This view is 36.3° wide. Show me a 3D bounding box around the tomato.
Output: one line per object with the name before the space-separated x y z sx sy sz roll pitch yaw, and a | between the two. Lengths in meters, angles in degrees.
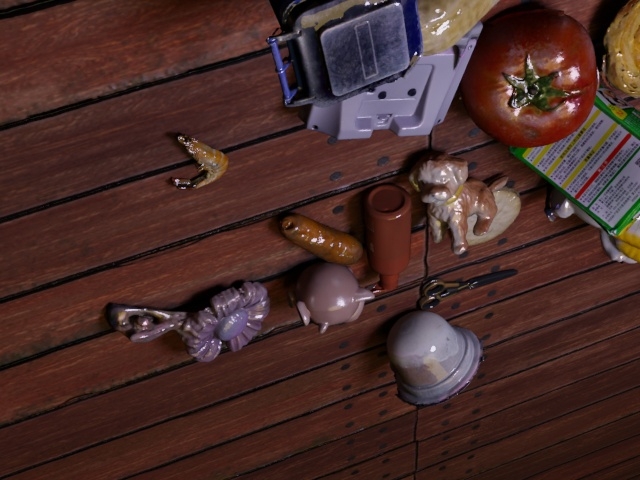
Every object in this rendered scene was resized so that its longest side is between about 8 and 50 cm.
tomato | 0.314 -0.235 1.468 0.225 0.085 0.225 4 124 6

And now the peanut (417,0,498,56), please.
peanut | 0.166 -0.333 1.279 0.224 0.129 0.129 -39 145 -14

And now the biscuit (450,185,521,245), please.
biscuit | 0.308 -0.044 1.810 0.152 0.020 0.152 -16 142 -13

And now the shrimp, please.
shrimp | -0.190 -0.114 1.432 0.091 0.025 0.127 -31 145 9

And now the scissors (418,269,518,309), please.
scissors | 0.301 0.089 1.966 0.220 0.017 0.088 -14 140 -17

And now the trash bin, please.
trash bin | 0.000 -0.288 1.168 0.184 0.234 0.162 -22 141 -6

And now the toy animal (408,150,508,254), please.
toy animal | 0.237 -0.103 1.663 0.184 0.104 0.185 -48 128 -18

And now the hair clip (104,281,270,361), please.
hair clip | -0.219 0.143 1.681 0.300 0.069 0.173 0 135 -30

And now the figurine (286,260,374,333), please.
figurine | 0.015 0.097 1.719 0.138 0.125 0.125 -17 142 -16

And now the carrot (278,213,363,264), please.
carrot | 0.000 0.000 1.653 0.186 0.060 0.060 21 123 -42

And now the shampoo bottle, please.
shampoo bottle | 0.117 0.008 1.709 0.085 0.085 0.244 -17 141 -12

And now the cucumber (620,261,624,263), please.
cucumber | 0.675 -0.027 2.015 0.058 0.058 0.187 21 122 -44

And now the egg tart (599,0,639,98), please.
egg tart | 0.576 -0.341 1.546 0.297 0.132 0.297 -4 140 -4

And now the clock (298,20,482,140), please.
clock | 0.104 -0.242 1.407 0.253 0.083 0.186 -6 139 -24

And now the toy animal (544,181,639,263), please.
toy animal | 0.579 -0.059 1.792 0.310 0.247 0.183 21 141 -26

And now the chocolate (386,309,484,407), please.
chocolate | 0.204 0.213 1.959 0.221 0.221 0.147 -34 114 10

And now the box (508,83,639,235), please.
box | 0.446 -0.144 1.587 0.180 0.250 0.103 -55 169 32
